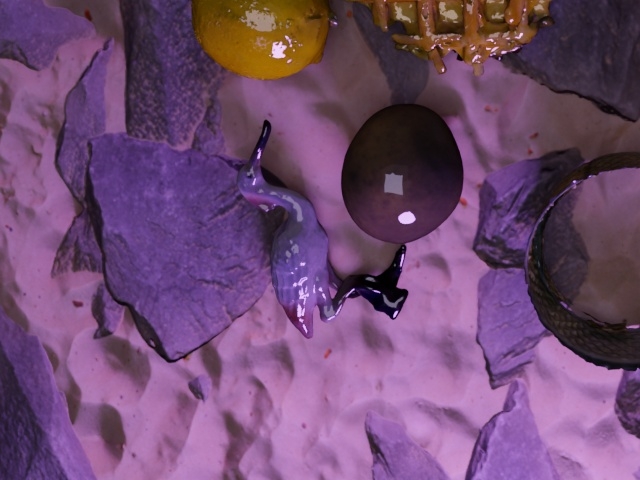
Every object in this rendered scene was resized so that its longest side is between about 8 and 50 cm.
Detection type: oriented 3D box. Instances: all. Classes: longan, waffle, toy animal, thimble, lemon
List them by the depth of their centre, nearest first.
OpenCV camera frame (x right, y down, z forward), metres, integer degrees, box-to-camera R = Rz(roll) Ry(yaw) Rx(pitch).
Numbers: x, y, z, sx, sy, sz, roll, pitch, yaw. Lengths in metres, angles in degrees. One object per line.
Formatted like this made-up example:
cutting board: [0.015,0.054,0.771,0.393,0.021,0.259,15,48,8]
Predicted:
waffle: [0.176,-0.425,1.757,0.380,0.095,0.382,38,110,-2]
thimble: [0.404,0.022,1.789,0.271,0.150,0.270,3,104,11]
lemon: [-0.082,-0.298,1.791,0.206,0.173,0.173,25,107,1]
longan: [0.109,-0.089,1.811,0.168,0.167,0.187,0,93,11]
toy animal: [-0.025,0.006,1.901,0.324,0.090,0.195,43,102,-11]
